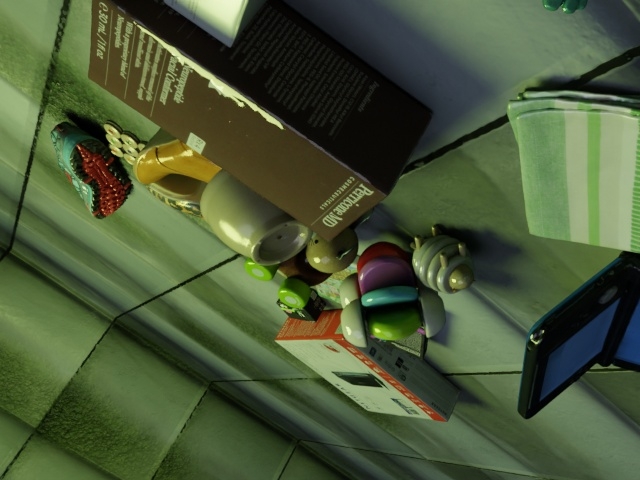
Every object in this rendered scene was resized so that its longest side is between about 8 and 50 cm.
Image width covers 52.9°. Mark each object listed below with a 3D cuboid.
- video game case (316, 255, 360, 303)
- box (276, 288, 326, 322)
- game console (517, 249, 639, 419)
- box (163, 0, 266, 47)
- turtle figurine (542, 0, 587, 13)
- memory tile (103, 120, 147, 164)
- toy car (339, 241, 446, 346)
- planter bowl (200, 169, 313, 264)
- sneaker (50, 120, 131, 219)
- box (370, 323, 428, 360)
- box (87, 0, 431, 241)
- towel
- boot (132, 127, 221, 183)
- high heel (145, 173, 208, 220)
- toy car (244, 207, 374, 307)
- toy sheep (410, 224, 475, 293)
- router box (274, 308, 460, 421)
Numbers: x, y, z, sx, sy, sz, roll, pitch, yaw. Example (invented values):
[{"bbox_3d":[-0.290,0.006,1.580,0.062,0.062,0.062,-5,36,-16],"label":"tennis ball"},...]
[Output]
[{"bbox_3d":[0.075,0.087,1.222,0.212,0.023,0.193,19,152,23],"label":"video game case"},{"bbox_3d":[-0.043,0.139,1.412,0.083,0.052,0.062,3,143,43],"label":"box"},{"bbox_3d":[0.411,0.161,0.838,0.173,0.250,0.293,47,166,34],"label":"game console"},{"bbox_3d":[-0.091,-0.276,0.645,0.087,0.101,0.102,34,156,-7],"label":"box"},{"bbox_3d":[0.181,-0.240,0.401,0.175,0.118,0.234,46,170,1],"label":"turtle figurine"},{"bbox_3d":[-0.348,-0.164,1.233,0.148,0.012,0.113,30,155,-1],"label":"memory tile"},{"bbox_3d":[0.106,0.075,1.009,0.159,0.182,0.136,-8,117,5],"label":"toy car"},{"bbox_3d":[-0.076,-0.035,0.917,0.109,0.162,0.162,57,168,29],"label":"planter bowl"},{"bbox_3d":[-0.479,-0.151,1.335,0.125,0.104,0.262,41,155,20],"label":"sneaker"},{"bbox_3d":[0.150,0.169,1.234,0.116,0.029,0.162,22,152,18],"label":"box"},{"bbox_3d":[-0.082,-0.176,0.781,0.381,0.143,0.191,33,155,-8],"label":"box"},{"bbox_3d":[0.363,-0.047,0.650,0.325,0.038,0.248,13,151,32],"label":"towel"},{"bbox_3d":[-0.179,-0.115,1.035,0.211,0.104,0.295,34,150,-7],"label":"boot"},{"bbox_3d":[-0.193,-0.041,1.188,0.261,0.093,0.186,9,142,22],"label":"high heel"},{"bbox_3d":[0.000,0.000,1.011,0.149,0.155,0.188,42,143,-24],"label":"toy car"},{"bbox_3d":[0.176,0.030,0.943,0.091,0.091,0.132,53,176,-39],"label":"toy sheep"},{"bbox_3d":[0.103,0.290,1.494,0.335,0.082,0.301,40,153,-20],"label":"router box"}]
